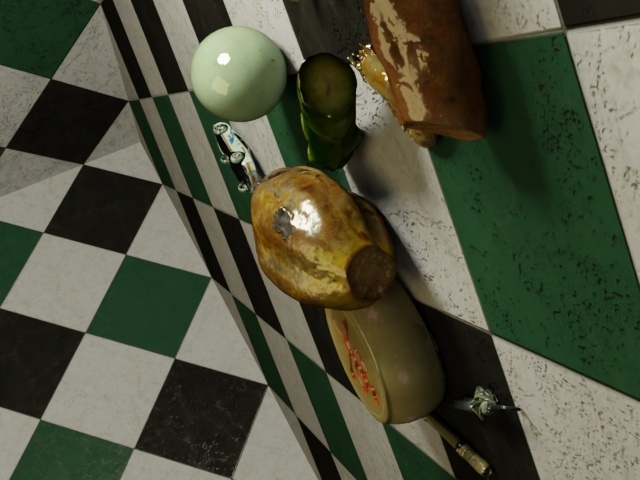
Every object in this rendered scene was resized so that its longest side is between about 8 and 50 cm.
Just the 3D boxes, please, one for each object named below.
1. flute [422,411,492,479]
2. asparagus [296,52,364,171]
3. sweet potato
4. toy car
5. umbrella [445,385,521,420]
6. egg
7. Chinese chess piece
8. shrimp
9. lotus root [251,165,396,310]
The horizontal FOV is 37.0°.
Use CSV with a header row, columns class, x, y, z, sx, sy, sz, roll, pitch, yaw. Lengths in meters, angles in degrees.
class,x,y,z,sx,sy,sz,roll,pitch,yaw
flute,0.198,0.301,1.467,0.233,0.027,0.027,37,148,64
asparagus,0.012,-0.150,1.264,0.085,0.082,0.343,38,170,10
sweet potato,0.090,-0.200,0.897,0.252,0.097,0.097,69,166,-19
toy car,-0.179,-0.182,2.042,0.205,0.056,0.095,-123,16,-46
umbrella,0.201,0.219,1.290,0.269,0.044,0.044,144,132,-76
egg,-0.128,-0.261,1.507,0.192,0.149,0.149,38,149,66
Chinese chess piece,0.095,0.164,1.482,0.251,0.097,0.251,60,165,28
shrimp,0.085,-0.171,1.102,0.180,0.041,0.099,53,176,39
lotus root,0.003,-0.008,1.371,0.291,0.193,0.193,49,158,54
